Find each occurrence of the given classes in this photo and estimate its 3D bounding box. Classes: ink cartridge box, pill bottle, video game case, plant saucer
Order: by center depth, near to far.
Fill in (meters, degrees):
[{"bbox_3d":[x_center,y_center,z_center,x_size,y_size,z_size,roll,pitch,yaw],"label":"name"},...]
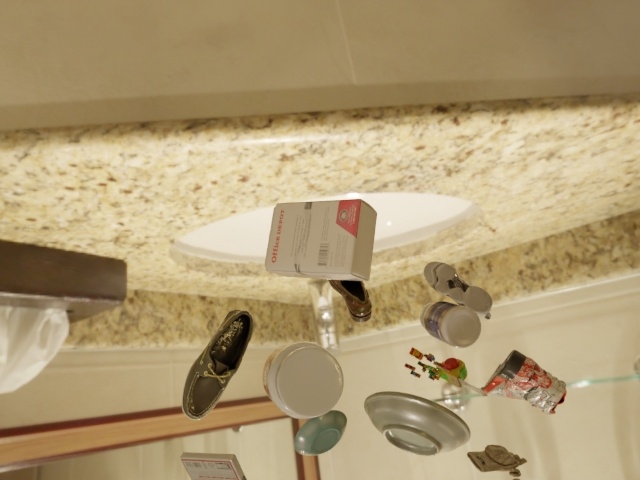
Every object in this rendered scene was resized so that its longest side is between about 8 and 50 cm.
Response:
[{"bbox_3d":[0.000,0.000,1.279,0.283,0.207,0.117,0,166,32],"label":"ink cartridge box"},{"bbox_3d":[-0.292,0.765,1.383,0.204,0.285,0.025,-11,-163,26],"label":"video game case"},{"bbox_3d":[-0.063,0.435,1.436,0.224,0.224,0.392,-4,167,-12],"label":"pill bottle"},{"bbox_3d":[0.009,0.636,1.471,0.194,0.037,0.195,-13,122,-22],"label":"plant saucer"},{"bbox_3d":[0.343,0.703,1.685,0.400,0.101,0.401,16,141,13],"label":"plant saucer"},{"bbox_3d":[0.490,0.316,1.757,0.153,0.153,0.264,-5,179,-9],"label":"pill bottle"}]

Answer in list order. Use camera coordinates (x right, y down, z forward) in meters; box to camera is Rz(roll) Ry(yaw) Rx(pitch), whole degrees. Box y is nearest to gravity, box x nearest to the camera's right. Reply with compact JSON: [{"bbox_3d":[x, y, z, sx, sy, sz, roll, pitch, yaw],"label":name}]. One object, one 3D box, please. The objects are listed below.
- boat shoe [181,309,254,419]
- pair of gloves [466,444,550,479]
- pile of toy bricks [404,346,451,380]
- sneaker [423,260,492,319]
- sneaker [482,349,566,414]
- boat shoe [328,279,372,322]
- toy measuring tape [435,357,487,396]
[{"bbox_3d":[-0.268,0.320,1.196,0.109,0.305,0.091,30,156,-12],"label":"boat shoe"},{"bbox_3d":[0.584,0.718,1.365,0.204,0.042,0.240,2,-158,-33],"label":"pair of gloves"},{"bbox_3d":[0.466,0.543,1.927,0.212,0.118,0.105,34,166,-24],"label":"pile of toy bricks"},{"bbox_3d":[0.650,0.248,2.146,0.137,0.366,0.210,-49,142,-6],"label":"sneaker"},{"bbox_3d":[0.482,0.356,1.079,0.090,0.145,0.270,-48,156,-18],"label":"sneaker"},{"bbox_3d":[0.108,0.153,1.665,0.110,0.307,0.104,-19,133,-16],"label":"boat shoe"},{"bbox_3d":[0.649,0.606,2.054,0.121,0.122,0.330,2,-179,-26],"label":"toy measuring tape"}]
